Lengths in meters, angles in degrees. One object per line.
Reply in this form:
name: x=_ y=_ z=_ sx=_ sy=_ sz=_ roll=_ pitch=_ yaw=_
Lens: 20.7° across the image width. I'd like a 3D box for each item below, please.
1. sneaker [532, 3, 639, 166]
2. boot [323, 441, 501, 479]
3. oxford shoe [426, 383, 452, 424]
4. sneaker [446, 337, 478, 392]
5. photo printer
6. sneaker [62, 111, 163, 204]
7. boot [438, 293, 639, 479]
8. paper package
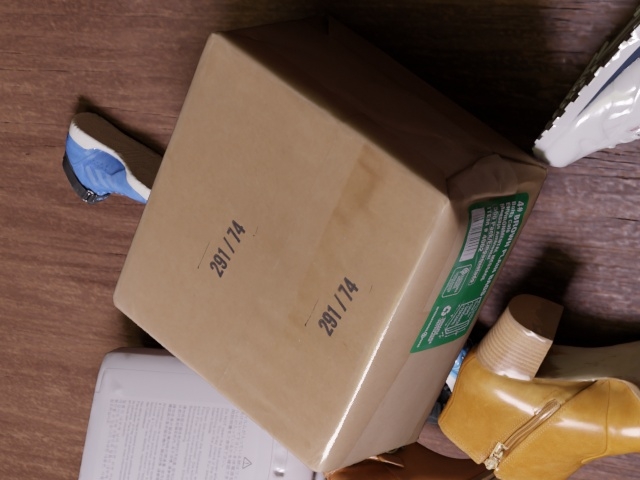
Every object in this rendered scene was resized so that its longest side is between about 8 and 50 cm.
sneaker: x=0.268 y=-0.123 z=1.490 sx=0.095 sy=0.090 sz=0.235 roll=35 pitch=139 yaw=-6
boot: x=0.099 y=0.229 z=1.862 sx=0.152 sy=0.197 sz=0.073 roll=52 pitch=150 yaw=28
oxford shoe: x=0.055 y=0.132 z=1.870 sx=0.227 sy=0.083 sz=0.096 roll=28 pitch=162 yaw=9
sneaker: x=0.156 y=0.117 z=1.793 sx=0.073 sy=0.063 sz=0.162 roll=-23 pitch=115 yaw=30
photo printer: x=-0.127 y=0.251 z=1.974 sx=0.307 sy=0.256 sz=0.107 roll=0 pitch=166 yaw=36
sneaker: x=-0.219 y=-0.065 z=1.907 sx=0.152 sy=0.058 sz=0.084 roll=36 pitch=132 yaw=13
boot: x=0.271 y=0.184 z=1.712 sx=0.295 sy=0.104 sz=0.211 roll=27 pitch=136 yaw=8
paper package: x=0.000 y=0.000 z=1.619 sx=0.309 sy=0.168 sz=0.325 roll=37 pitch=121 yaw=25
